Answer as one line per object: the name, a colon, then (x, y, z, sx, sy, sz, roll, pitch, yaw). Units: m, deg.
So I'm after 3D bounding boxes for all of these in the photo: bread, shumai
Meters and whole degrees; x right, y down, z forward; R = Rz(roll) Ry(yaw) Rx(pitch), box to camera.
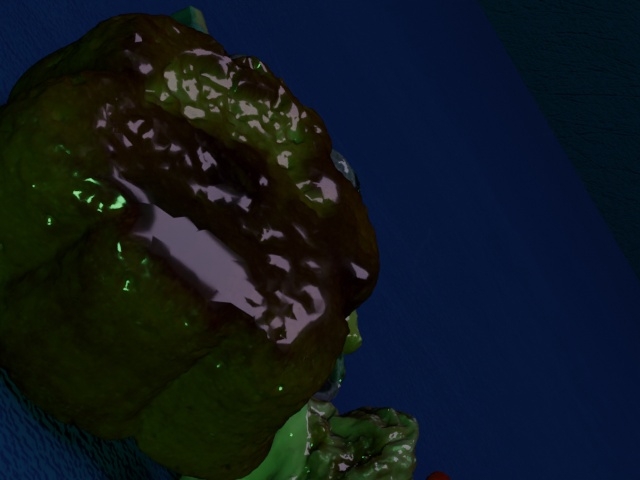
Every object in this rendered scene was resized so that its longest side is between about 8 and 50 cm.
bread: (-0.083, -0.011, 0.769, 0.247, 0.135, 0.232, 38, 42, -20)
shumai: (-0.022, 0.143, 0.839, 0.116, 0.145, 0.145, 30, 32, -20)

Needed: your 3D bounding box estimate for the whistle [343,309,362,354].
whistle: (0.000, 0.000, 1.143, 0.104, 0.057, 0.198, 36, 33, -54)

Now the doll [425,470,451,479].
doll: (0.094, 0.254, 1.004, 0.336, 0.105, 0.199, 26, 43, -63)

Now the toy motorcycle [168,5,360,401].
toy motorcycle: (-0.068, -0.031, 0.957, 0.198, 0.109, 0.296, 34, 36, -39)
